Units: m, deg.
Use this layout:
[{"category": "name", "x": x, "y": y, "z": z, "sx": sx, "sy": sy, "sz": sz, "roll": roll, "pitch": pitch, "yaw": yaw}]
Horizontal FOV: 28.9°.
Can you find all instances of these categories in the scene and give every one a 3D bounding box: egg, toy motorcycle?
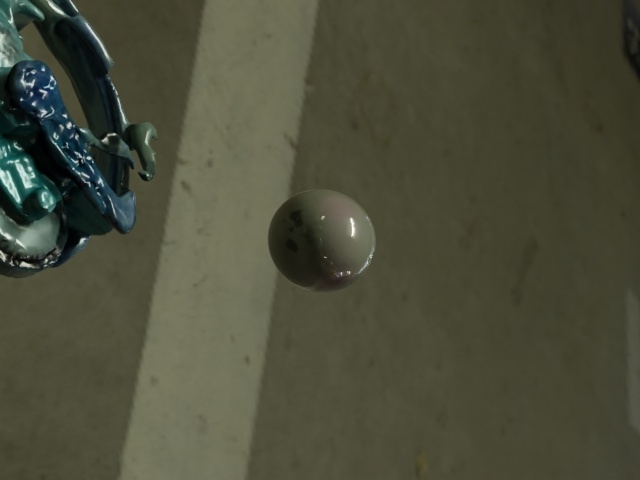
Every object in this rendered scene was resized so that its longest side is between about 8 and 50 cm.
[{"category": "egg", "x": 0.000, "y": 0.000, "z": 1.242, "sx": 0.103, "sy": 0.135, "sz": 0.103, "roll": -2, "pitch": 96, "yaw": -23}, {"category": "toy motorcycle", "x": -0.242, "y": -0.105, "z": 0.972, "sx": 0.206, "sy": 0.154, "sz": 0.260, "roll": -36, "pitch": 101, "yaw": -49}]
